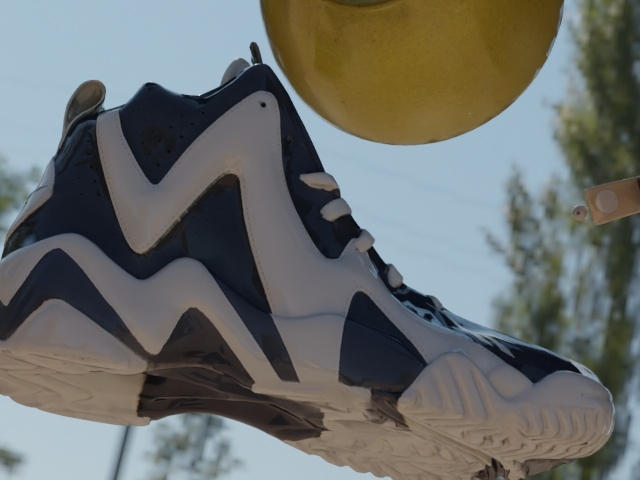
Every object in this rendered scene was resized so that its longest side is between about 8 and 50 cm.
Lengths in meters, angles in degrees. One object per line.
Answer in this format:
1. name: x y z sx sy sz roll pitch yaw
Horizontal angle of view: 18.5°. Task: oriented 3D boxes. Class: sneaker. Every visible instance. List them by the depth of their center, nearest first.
1. sneaker: 0.000 0.000 0.736 0.235 0.153 0.094 8 -23 -1

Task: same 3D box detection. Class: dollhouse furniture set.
1. dollhouse furniture set: 0.228 0.005 1.348 0.081 0.114 0.091 -15 -5 -11

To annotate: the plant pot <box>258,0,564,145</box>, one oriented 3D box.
1. plant pot: 0.029 -0.114 0.815 0.134 0.134 0.095 8 -7 15
